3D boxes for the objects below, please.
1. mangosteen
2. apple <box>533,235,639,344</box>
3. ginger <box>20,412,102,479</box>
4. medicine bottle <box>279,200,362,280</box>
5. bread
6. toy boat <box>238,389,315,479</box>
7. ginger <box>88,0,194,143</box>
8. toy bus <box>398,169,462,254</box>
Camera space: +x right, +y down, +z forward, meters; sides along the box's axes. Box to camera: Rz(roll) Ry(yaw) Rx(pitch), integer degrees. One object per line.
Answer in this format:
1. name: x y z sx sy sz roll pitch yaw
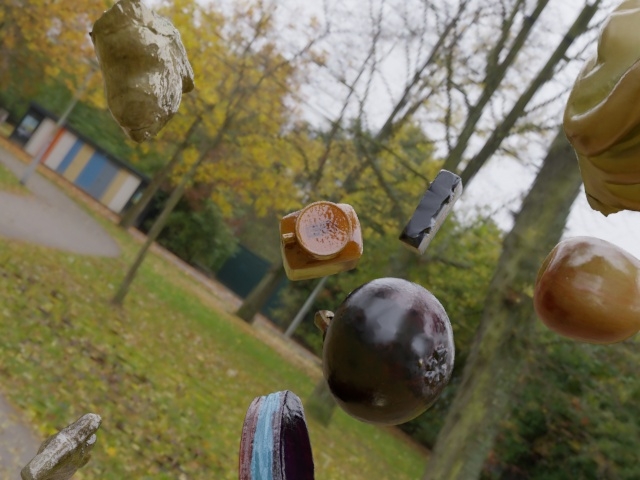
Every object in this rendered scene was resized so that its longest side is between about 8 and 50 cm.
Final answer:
1. mangosteen: 0.082 0.169 1.525 0.261 0.236 0.235 17 -14 37
2. apple: 0.442 0.082 1.521 0.199 0.199 0.199 34 -4 3
3. ginger: -0.452 0.371 1.654 0.080 0.166 0.333 40 -23 5
4. medicine bottle: 0.000 -0.001 1.777 0.222 0.149 0.112 106 -27 -78
5. bread: 0.470 -0.198 1.248 0.211 0.316 0.270 24 -23 37
6. toy boat: -0.058 0.367 1.384 0.136 0.079 0.392 38 22 -22
7. ginger: -0.245 -0.219 1.245 0.115 0.123 0.193 -6 -35 12
8. toy bus: 0.222 -0.056 1.891 0.057 0.172 0.072 28 -14 25
